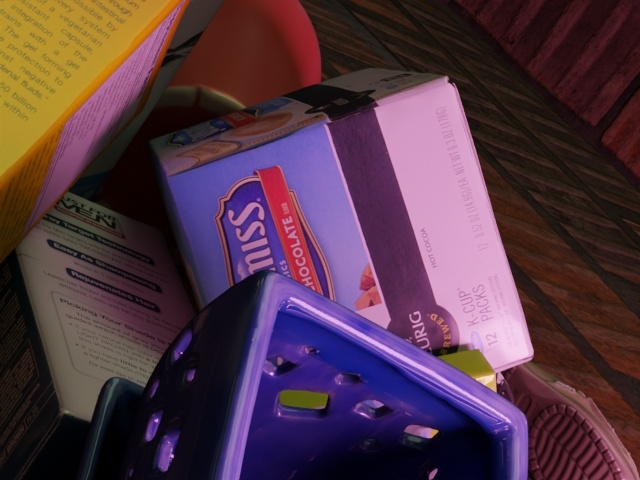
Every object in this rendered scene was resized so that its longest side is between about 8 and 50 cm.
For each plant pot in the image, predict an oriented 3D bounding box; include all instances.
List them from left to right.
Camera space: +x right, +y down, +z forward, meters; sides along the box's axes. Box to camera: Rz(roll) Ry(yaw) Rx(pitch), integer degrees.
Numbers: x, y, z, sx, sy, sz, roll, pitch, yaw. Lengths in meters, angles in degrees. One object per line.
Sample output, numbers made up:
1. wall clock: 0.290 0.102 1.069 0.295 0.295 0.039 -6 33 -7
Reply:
1. plant pot: -0.130 -0.117 1.703 0.275 0.275 0.243 30 26 -18
2. plant pot: -0.031 0.189 1.056 0.236 0.212 0.236 31 51 -30

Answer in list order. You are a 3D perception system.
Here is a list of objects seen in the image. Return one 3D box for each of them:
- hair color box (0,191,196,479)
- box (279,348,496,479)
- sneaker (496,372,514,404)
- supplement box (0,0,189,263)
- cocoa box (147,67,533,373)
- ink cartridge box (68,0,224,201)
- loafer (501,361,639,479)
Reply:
1. hair color box: -0.180 0.089 1.312 0.174 0.105 0.347 25 21 -31
2. box: 0.040 0.149 1.251 0.178 0.109 0.042 -10 25 -9
3. sneaker: 0.088 0.107 1.786 0.262 0.099 0.121 34 13 -11
4. supplement box: -0.271 -0.096 1.206 0.195 0.194 0.356 36 52 1
5. cocoa box: 0.000 0.000 1.416 0.347 0.228 0.231 -137 -151 -79
6. ink cartridge box: -0.259 -0.223 1.486 0.285 0.395 0.166 40 18 11
7. loafer: 0.259 0.201 1.843 0.092 0.102 0.268 8 31 -45
